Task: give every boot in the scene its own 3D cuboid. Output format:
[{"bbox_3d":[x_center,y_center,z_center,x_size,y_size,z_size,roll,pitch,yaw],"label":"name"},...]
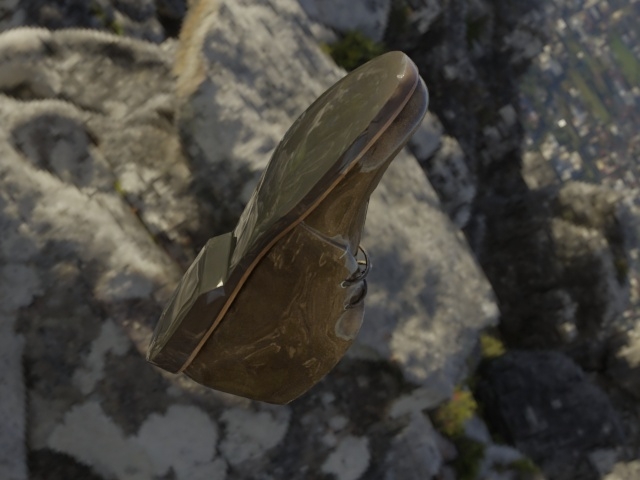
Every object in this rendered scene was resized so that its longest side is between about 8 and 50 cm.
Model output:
[{"bbox_3d":[0.000,0.000,0.905,0.115,0.305,0.112,30,34,-13],"label":"boot"}]
